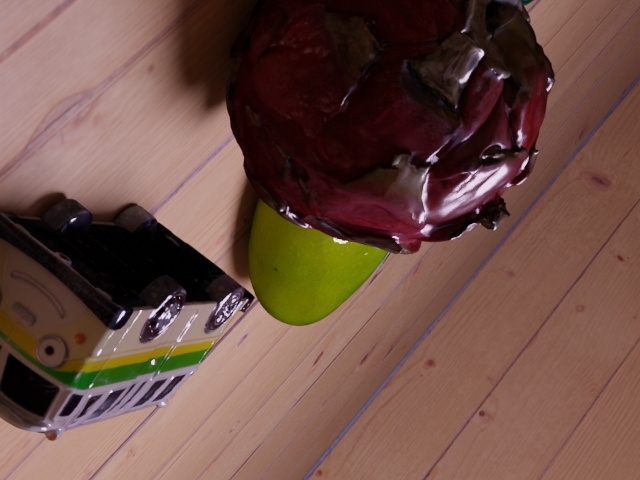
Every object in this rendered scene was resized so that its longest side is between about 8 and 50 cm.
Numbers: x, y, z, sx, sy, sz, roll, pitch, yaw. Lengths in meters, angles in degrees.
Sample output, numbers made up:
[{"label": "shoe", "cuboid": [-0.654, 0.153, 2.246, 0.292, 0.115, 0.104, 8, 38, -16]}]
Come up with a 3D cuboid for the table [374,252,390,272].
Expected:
[{"label": "table", "cuboid": [0.084, -0.016, 1.632, 0.175, 0.062, 0.146, -24, 157, -42]}]

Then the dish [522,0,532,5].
[{"label": "dish", "cuboid": [0.309, -0.429, 1.607, 0.224, 0.078, 0.246, -54, 165, 1]}]

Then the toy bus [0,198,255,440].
[{"label": "toy bus", "cuboid": [-0.203, 0.074, 1.040, 0.179, 0.143, 0.305, -55, 167, 9]}]

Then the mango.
[{"label": "mango", "cuboid": [0.000, 0.000, 1.459, 0.192, 0.156, 0.343, -15, 150, -22]}]

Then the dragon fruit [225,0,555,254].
[{"label": "dragon fruit", "cuboid": [0.063, -0.138, 1.078, 0.329, 0.329, 0.329, -49, 165, -18]}]
